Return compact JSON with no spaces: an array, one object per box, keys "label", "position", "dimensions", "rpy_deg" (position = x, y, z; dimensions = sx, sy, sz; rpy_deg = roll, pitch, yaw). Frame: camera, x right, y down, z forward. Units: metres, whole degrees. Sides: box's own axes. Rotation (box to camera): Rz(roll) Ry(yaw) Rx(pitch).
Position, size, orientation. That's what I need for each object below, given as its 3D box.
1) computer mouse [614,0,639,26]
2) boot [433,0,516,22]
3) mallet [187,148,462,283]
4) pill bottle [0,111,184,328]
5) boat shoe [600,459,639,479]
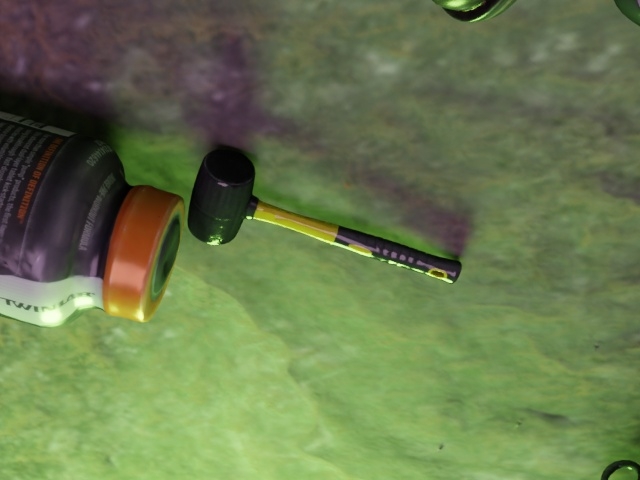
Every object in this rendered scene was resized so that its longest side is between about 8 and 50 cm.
[{"label":"computer mouse","position":[0.265,-0.124,0.495],"dimensions":[0.242,0.041,0.071],"rpy_deg":[7,108,3]},{"label":"boot","position":[-0.014,-0.195,0.391],"dimensions":[0.228,0.091,0.263],"rpy_deg":[-19,125,-23]},{"label":"mallet","position":[0.000,0.000,0.679],"dimensions":[0.189,0.039,0.062],"rpy_deg":[23,133,-10]},{"label":"pill bottle","position":[-0.216,-0.019,0.655],"dimensions":[0.245,0.130,0.130],"rpy_deg":[15,133,2]},{"label":"boat shoe","position":[0.270,0.225,0.707],"dimensions":[0.156,0.187,0.500],"rpy_deg":[36,125,-9]}]
